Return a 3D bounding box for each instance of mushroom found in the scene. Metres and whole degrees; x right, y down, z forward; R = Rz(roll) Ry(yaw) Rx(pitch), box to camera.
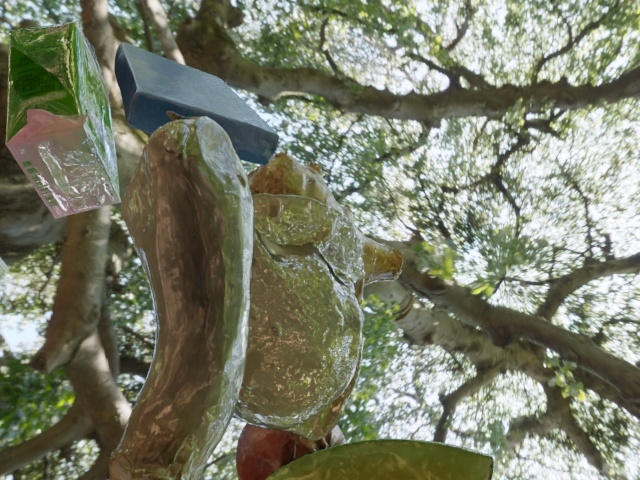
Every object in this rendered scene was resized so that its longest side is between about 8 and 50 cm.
[{"bbox_3d":[-0.093,0.036,0.402,0.096,0.099,0.278,-1,-108,-8],"label":"mushroom"}]

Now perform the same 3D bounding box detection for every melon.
[{"bbox_3d":[0.045,0.323,0.718,0.323,0.196,0.124,-2,-137,7],"label":"melon"}]

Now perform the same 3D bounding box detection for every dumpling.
[{"bbox_3d":[-0.029,0.070,0.575,0.175,0.243,0.227,35,-110,22],"label":"dumpling"}]

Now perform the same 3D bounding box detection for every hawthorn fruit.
[{"bbox_3d":[-0.049,0.326,0.879,0.172,0.173,0.173,-1,-94,17],"label":"hawthorn fruit"}]

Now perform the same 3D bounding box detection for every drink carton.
[{"bbox_3d":[-0.375,-0.189,0.851,0.108,0.161,0.271,-16,-125,-8],"label":"drink carton"}]

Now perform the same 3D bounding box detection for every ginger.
[{"bbox_3d":[-0.010,0.022,0.997,0.166,0.375,0.236,-10,-134,55],"label":"ginger"}]

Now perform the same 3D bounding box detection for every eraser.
[{"bbox_3d":[-0.157,-0.164,0.665,0.043,0.144,0.312,-67,-151,17],"label":"eraser"}]

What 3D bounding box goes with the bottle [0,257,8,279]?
[{"bbox_3d":[-0.884,0.006,1.418,0.104,0.104,0.245,-17,-61,16],"label":"bottle"}]
